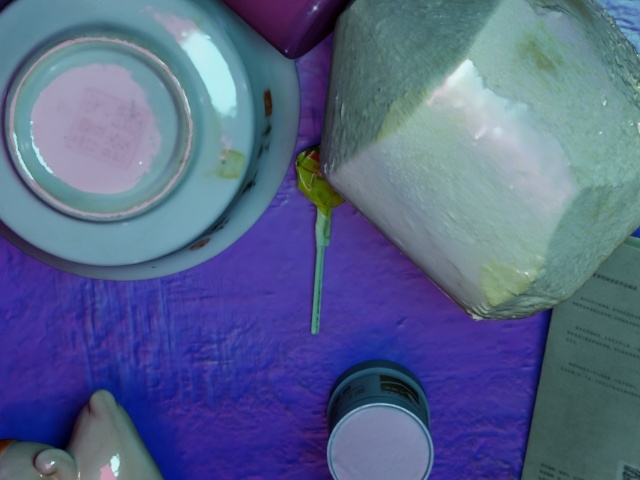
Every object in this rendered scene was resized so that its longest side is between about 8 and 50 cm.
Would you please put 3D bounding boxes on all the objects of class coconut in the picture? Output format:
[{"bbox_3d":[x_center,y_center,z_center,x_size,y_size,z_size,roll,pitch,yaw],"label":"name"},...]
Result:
[{"bbox_3d":[0.143,-0.113,1.719,0.297,0.297,0.309,-42,103,8],"label":"coconut"}]

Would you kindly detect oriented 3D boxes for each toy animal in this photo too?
[{"bbox_3d":[-0.252,0.247,1.865,0.197,0.171,0.171,-28,100,-1],"label":"toy animal"}]

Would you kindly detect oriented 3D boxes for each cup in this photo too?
[{"bbox_3d":[-0.193,-0.116,1.786,0.347,0.163,0.347,0,101,1],"label":"cup"}]

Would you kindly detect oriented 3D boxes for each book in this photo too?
[{"bbox_3d":[0.302,0.143,1.837,0.215,0.025,0.283,21,113,28],"label":"book"}]

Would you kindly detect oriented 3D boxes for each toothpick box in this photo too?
[{"bbox_3d":[0.056,0.179,1.847,0.101,0.153,0.101,0,101,0],"label":"toothpick box"}]

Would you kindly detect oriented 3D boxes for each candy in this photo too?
[{"bbox_3d":[0.000,0.000,1.870,0.058,0.062,0.194,-14,117,-42],"label":"candy"}]

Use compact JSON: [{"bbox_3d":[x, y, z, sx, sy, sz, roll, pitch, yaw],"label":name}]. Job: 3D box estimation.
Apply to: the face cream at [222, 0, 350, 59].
[{"bbox_3d":[-0.038,-0.286,1.733,0.195,0.175,0.175,43,99,5],"label":"face cream"}]
